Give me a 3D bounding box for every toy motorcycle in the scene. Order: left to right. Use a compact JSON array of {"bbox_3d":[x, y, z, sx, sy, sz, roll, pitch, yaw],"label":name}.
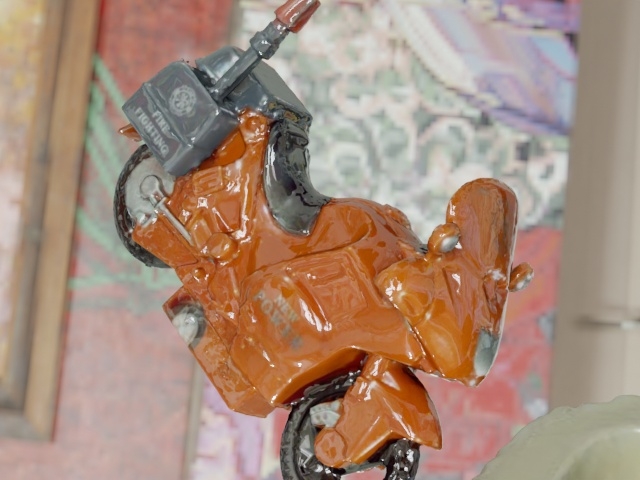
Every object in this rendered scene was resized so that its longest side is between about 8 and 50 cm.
[{"bbox_3d":[0.000,0.000,1.097,0.221,0.325,0.148,-44,151,12],"label":"toy motorcycle"}]

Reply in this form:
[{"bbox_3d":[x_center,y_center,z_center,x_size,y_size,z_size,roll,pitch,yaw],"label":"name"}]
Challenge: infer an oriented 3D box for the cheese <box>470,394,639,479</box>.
[{"bbox_3d":[0.212,0.246,1.058,0.292,0.332,0.153,19,131,25],"label":"cheese"}]
